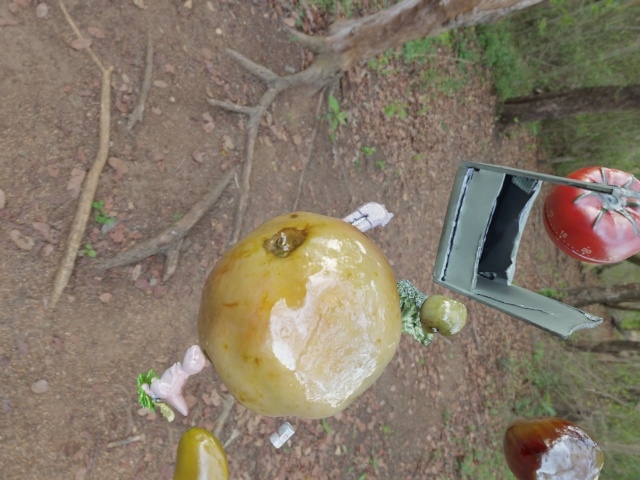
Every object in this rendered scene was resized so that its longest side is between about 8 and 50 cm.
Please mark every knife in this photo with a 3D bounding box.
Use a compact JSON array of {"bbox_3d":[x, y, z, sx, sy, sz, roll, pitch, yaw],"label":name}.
[{"bbox_3d":[0.031,-0.012,1.176,0.399,0.038,0.132,-29,66,-24],"label":"knife"}]

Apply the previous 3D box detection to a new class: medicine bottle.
[{"bbox_3d":[-0.151,0.766,1.687,0.089,0.057,0.057,-43,126,-7],"label":"medicine bottle"}]

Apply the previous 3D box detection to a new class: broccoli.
[{"bbox_3d":[0.346,0.373,1.934,0.353,0.397,0.275,32,16,-1],"label":"broccoli"}]

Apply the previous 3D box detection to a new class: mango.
[{"bbox_3d":[-0.377,0.730,1.358,0.139,0.176,0.254,-30,127,-85],"label":"mango"}]

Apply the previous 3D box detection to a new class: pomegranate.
[{"bbox_3d":[-0.033,0.143,0.849,0.412,0.412,0.411,9,79,-52],"label":"pomegranate"}]

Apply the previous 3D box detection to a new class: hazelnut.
[{"bbox_3d":[0.604,0.563,1.133,0.252,0.217,0.217,8,78,-19],"label":"hazelnut"}]

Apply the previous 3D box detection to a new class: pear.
[{"bbox_3d":[0.442,0.274,1.554,0.167,0.167,0.136,52,58,-36],"label":"pear"}]

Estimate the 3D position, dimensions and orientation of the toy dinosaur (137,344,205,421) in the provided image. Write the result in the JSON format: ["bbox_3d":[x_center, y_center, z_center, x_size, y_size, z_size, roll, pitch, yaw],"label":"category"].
[{"bbox_3d":[-0.410,0.408,1.229,0.152,0.177,0.194,79,3,-74],"label":"toy dinosaur"}]

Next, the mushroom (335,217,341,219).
[{"bbox_3d":[0.057,-0.001,2.162,0.215,0.207,0.207,-36,120,-10],"label":"mushroom"}]

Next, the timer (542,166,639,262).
[{"bbox_3d":[1.068,-0.095,1.655,0.279,0.378,0.377,84,19,-63],"label":"timer"}]

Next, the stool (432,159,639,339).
[{"bbox_3d":[0.377,0.000,0.775,0.170,0.270,0.243,-3,108,-38],"label":"stool"}]
